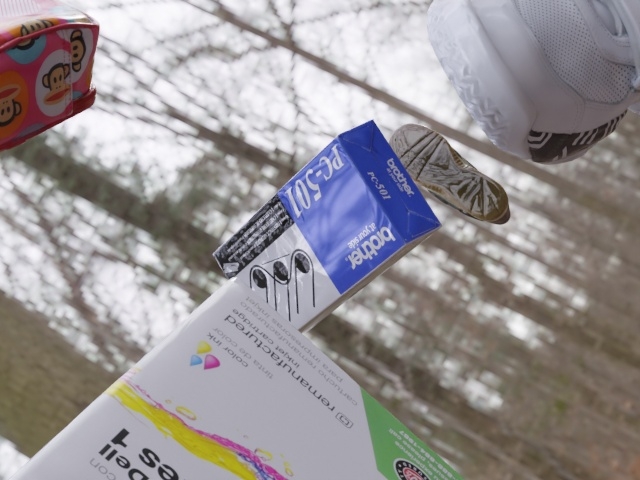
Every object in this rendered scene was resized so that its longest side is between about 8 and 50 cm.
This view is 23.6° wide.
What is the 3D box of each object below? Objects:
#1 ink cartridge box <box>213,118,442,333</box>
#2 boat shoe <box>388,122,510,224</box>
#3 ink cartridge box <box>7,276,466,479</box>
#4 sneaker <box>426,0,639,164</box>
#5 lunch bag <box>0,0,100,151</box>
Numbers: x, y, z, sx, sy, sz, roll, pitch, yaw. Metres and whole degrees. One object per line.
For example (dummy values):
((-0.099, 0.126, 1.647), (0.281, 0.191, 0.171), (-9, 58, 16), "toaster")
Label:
((0.000, 0.000, 1.200), (0.046, 0.097, 0.207), (-26, -9, -40), "ink cartridge box")
((0.129, -0.061, 1.537), (0.056, 0.152, 0.049), (-44, -30, -4), "boat shoe")
((-0.052, 0.165, 0.790), (0.117, 0.201, 0.278), (-49, -2, 27), "ink cartridge box")
((0.224, -0.167, 0.983), (0.210, 0.137, 0.365), (-37, -12, 34), "sneaker")
((-0.384, -0.173, 1.463), (0.293, 0.258, 0.120), (-31, -43, -49), "lunch bag")
